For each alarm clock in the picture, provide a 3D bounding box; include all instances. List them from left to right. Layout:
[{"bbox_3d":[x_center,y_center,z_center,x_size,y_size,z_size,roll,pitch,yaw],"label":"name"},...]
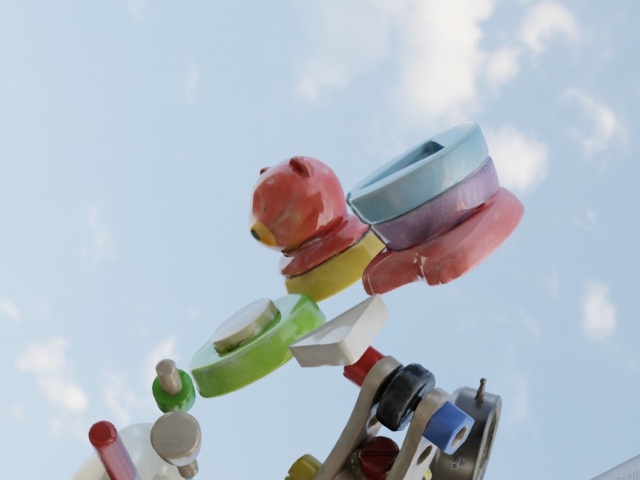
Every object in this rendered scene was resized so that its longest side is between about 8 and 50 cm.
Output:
[{"bbox_3d":[0.158,0.237,1.512,0.064,0.129,0.192,14,-29,17],"label":"alarm clock"}]

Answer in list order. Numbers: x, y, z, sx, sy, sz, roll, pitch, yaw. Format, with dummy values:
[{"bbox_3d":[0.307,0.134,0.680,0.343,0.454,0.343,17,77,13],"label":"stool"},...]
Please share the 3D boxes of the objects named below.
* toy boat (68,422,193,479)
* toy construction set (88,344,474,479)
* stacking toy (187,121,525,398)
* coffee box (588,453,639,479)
[{"bbox_3d":[-0.241,0.326,1.451,0.148,0.267,0.318,41,-28,-22],"label":"toy boat"},{"bbox_3d":[-0.026,0.231,1.144,0.308,0.257,0.237,15,-29,12],"label":"toy construction set"},{"bbox_3d":[0.000,0.000,1.185,0.309,0.279,0.130,-19,-75,50],"label":"stacking toy"},{"bbox_3d":[0.120,0.156,0.451,0.246,0.098,0.141,111,-19,-71],"label":"coffee box"}]
